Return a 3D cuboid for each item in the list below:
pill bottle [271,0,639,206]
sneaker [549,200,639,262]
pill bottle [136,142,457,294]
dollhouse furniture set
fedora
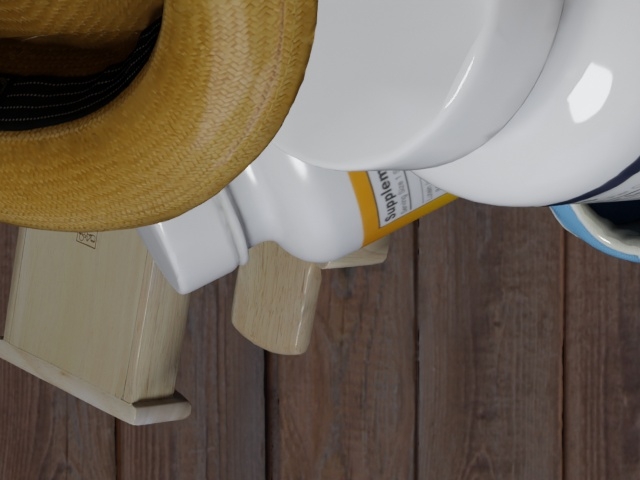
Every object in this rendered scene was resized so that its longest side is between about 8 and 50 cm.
[{"bbox_3d":[0.097,-0.089,0.641,0.153,0.153,0.265,4,-174,45],"label":"pill bottle"},{"bbox_3d":[0.089,-0.084,0.794,0.085,0.237,0.086,-44,-160,-2],"label":"sneaker"},{"bbox_3d":[0.021,-0.074,0.895,0.246,0.136,0.136,-27,-170,-10],"label":"pill bottle"},{"bbox_3d":[0.000,0.000,1.191,0.286,0.198,0.303,21,-164,41],"label":"dollhouse furniture set"},{"bbox_3d":[-0.076,-0.090,0.421,0.194,0.194,0.079,3,-138,33],"label":"fedora"}]
